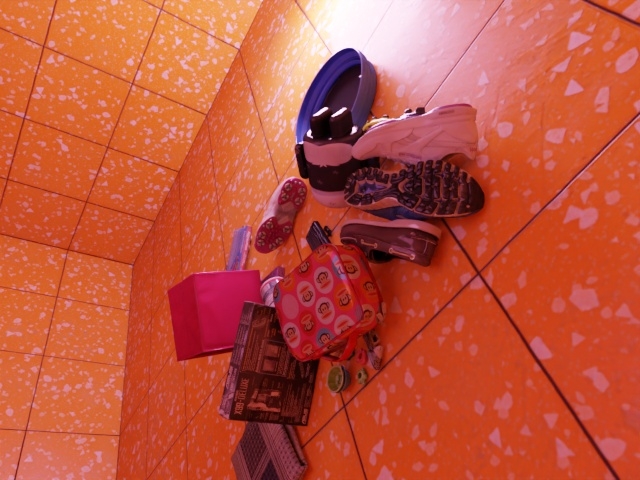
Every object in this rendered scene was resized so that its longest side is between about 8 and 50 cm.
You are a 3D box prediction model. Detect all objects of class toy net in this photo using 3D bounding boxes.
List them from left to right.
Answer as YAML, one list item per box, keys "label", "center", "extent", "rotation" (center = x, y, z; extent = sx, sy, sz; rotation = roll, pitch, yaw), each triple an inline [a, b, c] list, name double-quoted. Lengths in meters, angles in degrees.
- label: "toy net"
  center: [0.062, 0.273, 1.235]
  extent: [0.122, 0.045, 0.232]
  rotation: [-41, 42, 42]

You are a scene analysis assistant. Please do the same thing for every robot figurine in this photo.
- label: "robot figurine"
  center: [0.044, -0.227, 1.337]
  extent: [0.209, 0.174, 0.277]
  rotation: [43, 148, 53]

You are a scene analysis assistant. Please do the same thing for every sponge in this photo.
- label: "sponge"
  center: [-0.194, 0.191, 1.711]
  extent: [0.210, 0.031, 0.117]
  rotation: [-42, 41, 41]

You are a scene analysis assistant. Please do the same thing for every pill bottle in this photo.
- label: "pill bottle"
  center: [-0.121, 0.205, 1.507]
  extent: [0.107, 0.108, 0.180]
  rotation: [-61, 32, 19]

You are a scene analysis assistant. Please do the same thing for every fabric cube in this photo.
- label: "fabric cube"
  center: [-0.358, 0.262, 1.664]
  extent: [0.259, 0.254, 0.257]
  rotation: [-28, 70, 49]

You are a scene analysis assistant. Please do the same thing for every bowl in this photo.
- label: "bowl"
  center: [0.048, -0.454, 1.615]
  extent: [0.391, 0.077, 0.390]
  rotation: [-34, 47, 47]

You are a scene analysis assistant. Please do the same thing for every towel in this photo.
- label: "towel"
  center: [-0.156, 0.651, 1.398]
  extent: [0.324, 0.056, 0.312]
  rotation: [47, 118, 54]

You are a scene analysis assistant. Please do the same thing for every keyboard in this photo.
- label: "keyboard"
  center: [0.000, 0.000, 1.505]
  extent: [0.108, 0.023, 0.180]
  rotation: [-59, 33, 21]

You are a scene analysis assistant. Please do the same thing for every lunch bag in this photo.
- label: "lunch bag"
  center: [0.018, 0.171, 1.179]
  extent: [0.293, 0.120, 0.258]
  rotation: [-40, 63, 38]

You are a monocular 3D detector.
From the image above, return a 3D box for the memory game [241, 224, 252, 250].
- label: "memory game"
  center: [-0.342, 0.020, 2.061]
  extent: [0.186, 0.012, 0.186]
  rotation: [-33, 49, 47]

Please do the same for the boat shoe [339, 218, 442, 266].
- label: "boat shoe"
  center: [0.151, 0.008, 1.168]
  extent: [0.325, 0.117, 0.096]
  rotation: [3, 74, 53]

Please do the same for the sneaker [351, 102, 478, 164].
- label: "sneaker"
  center: [0.212, -0.212, 1.103]
  extent: [0.305, 0.114, 0.152]
  rotation: [-9, 95, 32]

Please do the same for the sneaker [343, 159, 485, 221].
- label: "sneaker"
  center: [0.222, -0.103, 1.102]
  extent: [0.330, 0.147, 0.129]
  rotation: [9, 80, 40]

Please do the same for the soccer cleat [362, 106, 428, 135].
- label: "soccer cleat"
  center: [0.191, -0.269, 1.268]
  extent: [0.289, 0.094, 0.121]
  rotation: [1, 80, 59]

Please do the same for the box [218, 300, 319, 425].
- label: "box"
  center: [-0.124, 0.341, 1.308]
  extent: [0.077, 0.243, 0.307]
  rotation: [-6, 70, 57]

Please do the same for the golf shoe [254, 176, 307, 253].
- label: "golf shoe"
  center: [-0.149, -0.095, 1.733]
  extent: [0.306, 0.115, 0.140]
  rotation: [-59, 22, 9]

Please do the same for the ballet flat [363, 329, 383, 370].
- label: "ballet flat"
  center: [0.130, 0.255, 1.143]
  extent: [0.041, 0.041, 0.114]
  rotation: [-52, 37, 31]

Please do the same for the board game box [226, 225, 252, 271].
- label: "board game box"
  center: [-0.352, 0.083, 2.005]
  extent: [0.145, 0.027, 0.280]
  rotation: [-11, 66, 58]
